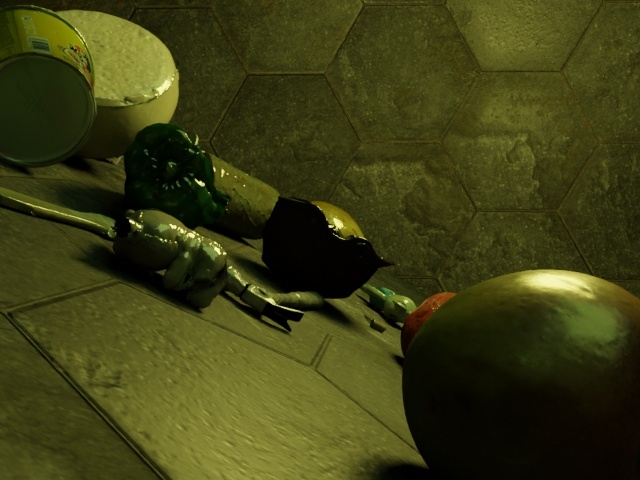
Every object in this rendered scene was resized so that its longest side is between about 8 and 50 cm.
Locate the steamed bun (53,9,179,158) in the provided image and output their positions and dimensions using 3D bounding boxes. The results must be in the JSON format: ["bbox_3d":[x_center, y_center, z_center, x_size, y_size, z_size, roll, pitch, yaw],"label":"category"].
[{"bbox_3d":[-0.502,-0.321,1.887,0.374,0.241,0.375,12,45,-12],"label":"steamed bun"}]

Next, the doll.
[{"bbox_3d":[-0.222,0.017,1.269,0.192,0.095,0.149,32,7,-16],"label":"doll"}]

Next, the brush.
[{"bbox_3d":[-0.372,-0.036,1.314,0.085,0.020,0.336,33,6,27],"label":"brush"}]

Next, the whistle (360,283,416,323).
[{"bbox_3d":[0.175,0.165,2.300,0.114,0.077,0.235,38,-6,-35],"label":"whistle"}]

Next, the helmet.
[{"bbox_3d":[-0.002,0.038,1.895,0.305,0.177,0.225,35,-5,-14],"label":"helmet"}]

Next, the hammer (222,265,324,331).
[{"bbox_3d":[-0.065,0.105,1.623,0.152,0.044,0.427,33,5,11],"label":"hammer"}]

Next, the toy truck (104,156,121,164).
[{"bbox_3d":[-0.595,-0.304,2.114,0.267,0.124,0.155,33,-2,9],"label":"toy truck"}]

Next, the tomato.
[{"bbox_3d":[0.285,0.212,1.782,0.232,0.189,0.232,32,7,-4],"label":"tomato"}]

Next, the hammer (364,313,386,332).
[{"bbox_3d":[0.122,0.191,2.041,0.035,0.019,0.110,29,0,-16],"label":"hammer"}]

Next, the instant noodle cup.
[{"bbox_3d":[-0.507,-0.258,1.516,0.264,0.264,0.200,27,14,-35],"label":"instant noodle cup"}]

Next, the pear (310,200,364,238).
[{"bbox_3d":[0.000,0.000,2.189,0.228,0.188,0.211,22,13,-48],"label":"pear"}]

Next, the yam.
[{"bbox_3d":[-0.223,-0.102,2.092,0.161,0.161,0.268,35,7,39],"label":"yam"}]

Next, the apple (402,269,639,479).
[{"bbox_3d":[0.268,0.205,1.097,0.304,0.339,0.338,10,-7,34],"label":"apple"}]

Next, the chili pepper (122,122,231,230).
[{"bbox_3d":[-0.293,-0.097,1.655,0.213,0.167,0.385,45,-8,-2],"label":"chili pepper"}]

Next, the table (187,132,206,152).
[{"bbox_3d":[-0.302,-0.156,2.227,0.198,0.167,0.166,36,0,-42],"label":"table"}]
